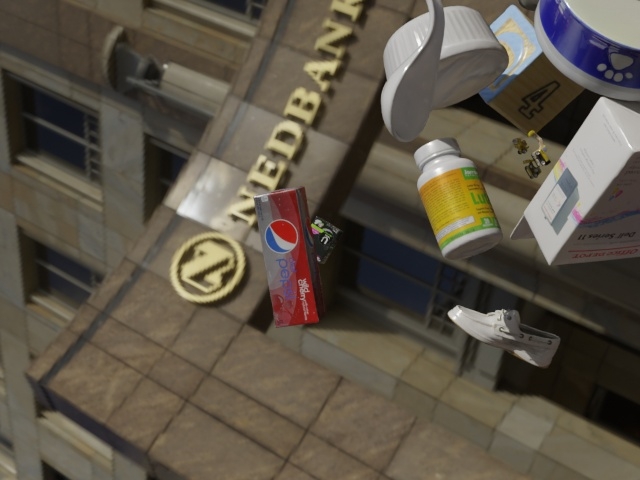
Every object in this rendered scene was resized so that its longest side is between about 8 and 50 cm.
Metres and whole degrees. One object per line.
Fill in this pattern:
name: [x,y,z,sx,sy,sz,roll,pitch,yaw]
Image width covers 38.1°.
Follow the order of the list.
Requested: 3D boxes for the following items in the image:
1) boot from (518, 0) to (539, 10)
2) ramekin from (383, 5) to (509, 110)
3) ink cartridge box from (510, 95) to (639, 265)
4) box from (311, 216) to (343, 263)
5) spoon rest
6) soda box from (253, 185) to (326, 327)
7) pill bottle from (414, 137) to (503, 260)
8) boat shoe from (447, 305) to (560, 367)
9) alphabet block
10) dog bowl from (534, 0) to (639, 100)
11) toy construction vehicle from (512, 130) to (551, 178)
boot: [0.476,-0.438,1.626,0.161,0.246,0.084,-70,-23,-67]
ramekin: [0.259,-0.394,2.002,0.272,0.127,0.273,-18,-14,-5]
ink cartridge box: [0.476,-0.071,1.504,0.207,0.119,0.353,-5,-35,-21]
box: [0.000,0.000,2.002,0.083,0.062,0.052,-58,-12,4]
spoon rest: [0.159,-0.302,1.565,0.137,0.084,0.277,-14,-69,-52]
soda box: [-0.057,0.031,1.809,0.083,0.092,0.264,-34,-65,-76]
pill bottle: [0.291,-0.093,2.013,0.136,0.246,0.136,-17,-17,-5]
boat shoe: [0.434,0.202,2.179,0.096,0.277,0.098,-63,12,17]
alphabet block: [0.482,-0.403,2.218,0.193,0.192,0.197,-43,-44,23]
dog bowl: [0.464,-0.343,1.392,0.265,0.264,0.104,-51,-15,-28]
toy construction vehicle: [0.463,-0.188,2.013,0.035,0.098,0.086,-31,2,-13]
